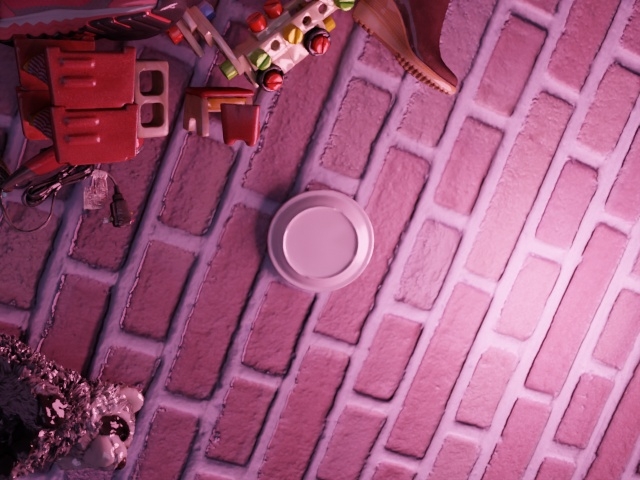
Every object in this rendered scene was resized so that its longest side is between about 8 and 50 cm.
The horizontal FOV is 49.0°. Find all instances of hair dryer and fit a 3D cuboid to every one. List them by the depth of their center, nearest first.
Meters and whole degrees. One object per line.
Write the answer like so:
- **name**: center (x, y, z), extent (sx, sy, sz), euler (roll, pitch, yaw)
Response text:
- **hair dryer**: center (-0.387, -0.157, 1.128), extent (0.223, 0.080, 0.293), euler (0, 93, -47)

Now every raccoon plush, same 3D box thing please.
- **raccoon plush**: center (-0.496, 0.226, 1.225), extent (0.216, 0.299, 0.446), euler (-35, 77, 12)

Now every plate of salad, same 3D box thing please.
- **plate of salad**: center (0.000, 0.000, 1.317), extent (0.200, 0.048, 0.200), euler (-1, 105, -2)

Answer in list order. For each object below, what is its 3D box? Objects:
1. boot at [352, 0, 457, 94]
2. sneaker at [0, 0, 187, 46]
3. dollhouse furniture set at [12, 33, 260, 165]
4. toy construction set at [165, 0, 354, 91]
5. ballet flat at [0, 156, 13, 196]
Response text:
- **boot**: center (0.202, -0.405, 1.244), extent (0.248, 0.090, 0.207), euler (39, 94, -15)
- **sneaker**: center (-0.360, -0.377, 1.071), extent (0.314, 0.116, 0.136), euler (-3, 94, 11)
- **dollhouse furniture set**: center (-0.243, -0.220, 1.052), extent (0.374, 0.201, 0.152), euler (-10, 113, -35)
- **toy construction set**: center (-0.088, -0.378, 1.147), extent (0.327, 0.151, 0.215), euler (-28, 137, 5)
- **ballet flat**: center (-0.696, -0.206, 1.056), extent (0.483, 0.164, 0.182), euler (13, 84, -14)
